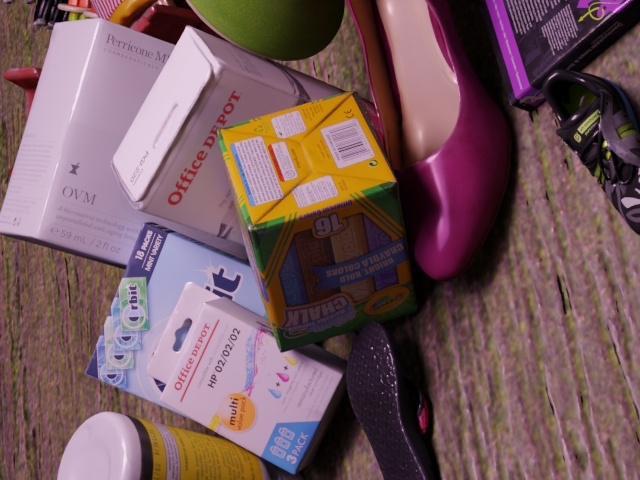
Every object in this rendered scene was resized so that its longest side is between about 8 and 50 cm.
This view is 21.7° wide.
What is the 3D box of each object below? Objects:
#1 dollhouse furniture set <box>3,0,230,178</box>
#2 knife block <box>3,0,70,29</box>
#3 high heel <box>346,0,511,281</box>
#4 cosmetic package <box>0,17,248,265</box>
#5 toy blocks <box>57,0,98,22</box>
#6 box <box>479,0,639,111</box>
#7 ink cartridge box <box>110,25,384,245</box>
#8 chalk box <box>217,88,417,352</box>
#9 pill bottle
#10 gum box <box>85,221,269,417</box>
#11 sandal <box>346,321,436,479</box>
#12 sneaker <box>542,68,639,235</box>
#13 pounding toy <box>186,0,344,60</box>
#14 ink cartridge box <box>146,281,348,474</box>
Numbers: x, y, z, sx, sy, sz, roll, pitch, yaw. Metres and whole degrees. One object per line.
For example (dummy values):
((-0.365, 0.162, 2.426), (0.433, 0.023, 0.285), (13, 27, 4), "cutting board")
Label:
((-0.271, -0.211, 1.883), (0.374, 0.152, 0.201), (-42, 64, 33), "dollhouse furniture set")
((-0.299, -0.409, 2.133), (0.276, 0.242, 0.088), (-34, 26, -27), "knife block")
((0.059, -0.154, 1.443), (0.127, 0.181, 0.377), (-28, 54, 39), "high heel")
((-0.175, -0.082, 1.678), (0.138, 0.224, 0.224), (5, 80, 61), "cosmetic package")
((-0.276, -0.299, 2.034), (0.123, 0.054, 0.148), (23, 107, 54), "toy blocks")
((0.209, -0.200, 1.401), (0.162, 0.029, 0.116), (-41, 46, 37), "box")
((-0.059, -0.081, 1.540), (0.158, 0.218, 0.092), (-58, 37, 18), "ink cartridge box")
((0.000, 0.000, 1.463), (0.213, 0.132, 0.132), (80, 172, -46), "chalk box")
((-0.119, 0.230, 1.492), (0.119, 0.208, 0.119), (-27, 55, 45), "pill bottle")
((-0.109, 0.088, 1.582), (0.041, 0.184, 0.157), (-14, -54, -82), "gum box")
((0.068, 0.156, 1.430), (0.067, 0.040, 0.179), (-38, 62, 45), "sandal")
((0.223, -0.067, 1.281), (0.067, 0.078, 0.188), (-53, 40, 24), "sneaker")
((-0.013, -0.262, 1.535), (0.110, 0.237, 0.183), (-44, 44, 44), "pounding toy")
((-0.073, 0.122, 1.516), (0.181, 0.061, 0.104), (27, 99, 12), "ink cartridge box")
